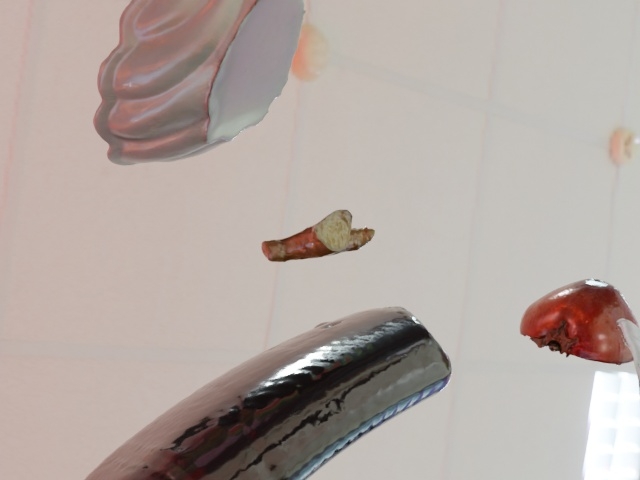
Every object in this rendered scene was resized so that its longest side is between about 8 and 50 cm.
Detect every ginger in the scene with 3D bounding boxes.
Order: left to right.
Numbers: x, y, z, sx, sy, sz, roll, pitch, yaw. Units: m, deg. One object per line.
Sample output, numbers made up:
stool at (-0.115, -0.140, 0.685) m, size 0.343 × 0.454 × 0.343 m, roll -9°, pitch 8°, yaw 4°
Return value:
ginger at (0.001, 0.000, 0.936) m, size 0.097 × 0.048 × 0.030 m, roll -8°, pitch -121°, yaw -13°

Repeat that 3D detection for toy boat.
toy boat at (-0.092, -0.173, 1.018) m, size 0.199 × 0.100 × 0.290 m, roll -24°, pitch -38°, yaw -53°

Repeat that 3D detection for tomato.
tomato at (0.335, 0.094, 1.458) m, size 0.139 × 0.159 × 0.091 m, roll -4°, pitch -76°, yaw -46°

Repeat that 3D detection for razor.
razor at (-0.052, 0.170, 1.027) m, size 0.349 × 0.204 × 0.113 m, roll -33°, pitch -80°, yaw -26°

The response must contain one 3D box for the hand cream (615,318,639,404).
hand cream at (0.206, 0.095, 0.644) m, size 0.275 × 0.050 × 0.079 m, roll -20°, pitch -87°, yaw -77°
